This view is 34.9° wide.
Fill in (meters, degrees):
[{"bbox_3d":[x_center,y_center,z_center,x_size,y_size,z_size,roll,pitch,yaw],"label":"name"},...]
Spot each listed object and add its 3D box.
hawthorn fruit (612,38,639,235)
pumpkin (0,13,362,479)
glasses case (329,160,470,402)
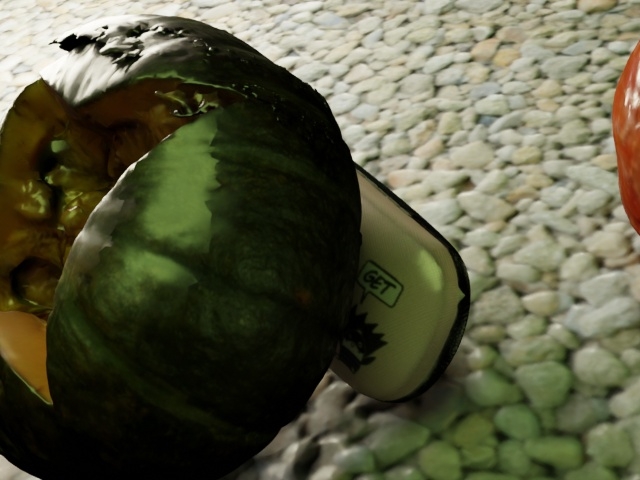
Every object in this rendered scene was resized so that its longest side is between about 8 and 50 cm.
[{"bbox_3d":[0.315,-0.077,0.690,0.242,0.241,0.271,-4,23,13],"label":"hawthorn fruit"},{"bbox_3d":[-0.112,0.010,0.660,0.320,0.192,0.320,-23,54,36],"label":"pumpkin"},{"bbox_3d":[0.000,0.000,0.758,0.075,0.122,0.314,16,19,-39],"label":"glasses case"}]
